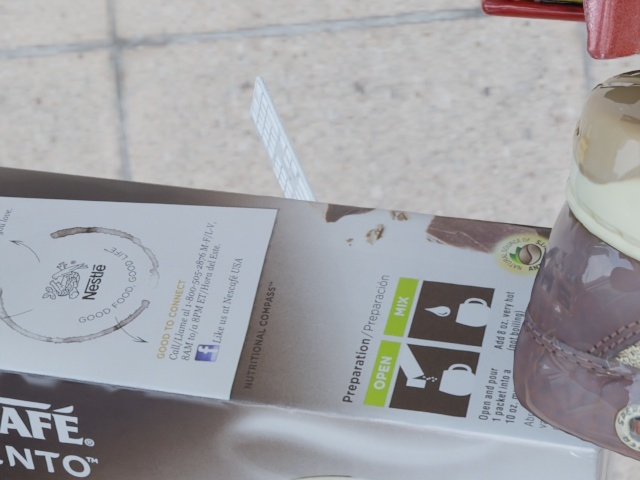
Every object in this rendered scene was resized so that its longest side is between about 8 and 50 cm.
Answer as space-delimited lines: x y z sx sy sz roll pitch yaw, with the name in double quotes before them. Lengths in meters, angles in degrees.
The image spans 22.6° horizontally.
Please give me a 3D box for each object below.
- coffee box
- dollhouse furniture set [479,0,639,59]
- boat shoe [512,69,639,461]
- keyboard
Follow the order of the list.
"coffee box" -0.031 0.077 0.659 0.297 0.119 0.168 7 133 12
"dollhouse furniture set" 0.280 -0.108 0.925 0.374 0.201 0.152 4 113 1
"boat shoe" 0.210 0.071 0.404 0.342 0.123 0.123 23 112 12
"keyboard" 0.000 0.000 1.189 0.014 0.072 0.256 -22 73 -9
